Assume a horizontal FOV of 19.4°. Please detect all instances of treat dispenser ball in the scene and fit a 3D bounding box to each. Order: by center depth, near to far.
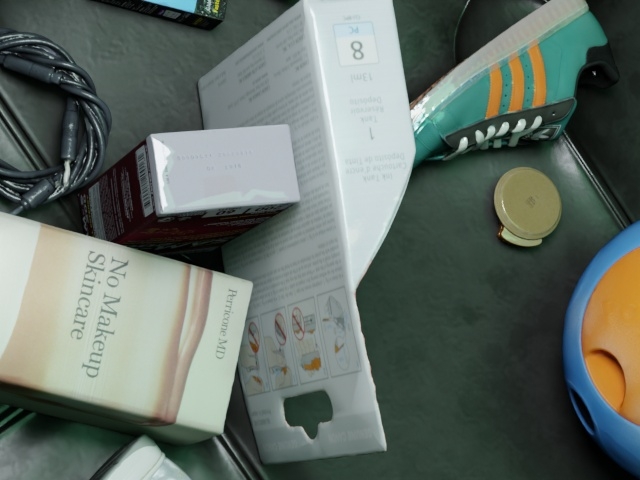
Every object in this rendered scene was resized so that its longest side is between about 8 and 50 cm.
[{"bbox_3d":[0.380,0.107,1.830,0.288,0.288,0.288,4,79,-22],"label":"treat dispenser ball"}]

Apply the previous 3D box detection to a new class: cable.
[{"bbox_3d":[-0.280,-0.122,1.722,0.150,0.047,0.184,-32,88,-15],"label":"cable"}]

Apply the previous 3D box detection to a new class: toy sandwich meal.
[{"bbox_3d":[0.210,-0.033,1.927,0.085,0.029,0.086,6,74,-20],"label":"toy sandwich meal"}]

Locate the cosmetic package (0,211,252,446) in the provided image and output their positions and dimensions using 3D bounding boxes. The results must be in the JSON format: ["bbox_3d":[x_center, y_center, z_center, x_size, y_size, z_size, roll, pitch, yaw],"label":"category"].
[{"bbox_3d":[-0.228,0.076,1.672,0.296,0.129,0.153,15,75,-20],"label":"cosmetic package"}]

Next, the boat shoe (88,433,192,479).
[{"bbox_3d":[-0.222,0.316,1.642,0.103,0.118,0.320,41,63,-7],"label":"boat shoe"}]

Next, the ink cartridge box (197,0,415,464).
[{"bbox_3d":[0.000,0.000,1.681,0.091,0.308,0.385,-8,84,-23],"label":"ink cartridge box"}]

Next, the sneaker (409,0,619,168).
[{"bbox_3d":[0.187,-0.138,1.891,0.302,0.108,0.121,-36,91,-25],"label":"sneaker"}]

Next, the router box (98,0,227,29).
[{"bbox_3d":[-0.148,-0.306,1.817,0.133,0.046,0.179,12,77,-20],"label":"router box"}]

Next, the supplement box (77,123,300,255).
[{"bbox_3d":[-0.122,-0.039,1.674,0.130,0.239,0.073,-6,82,-22],"label":"supplement box"}]
